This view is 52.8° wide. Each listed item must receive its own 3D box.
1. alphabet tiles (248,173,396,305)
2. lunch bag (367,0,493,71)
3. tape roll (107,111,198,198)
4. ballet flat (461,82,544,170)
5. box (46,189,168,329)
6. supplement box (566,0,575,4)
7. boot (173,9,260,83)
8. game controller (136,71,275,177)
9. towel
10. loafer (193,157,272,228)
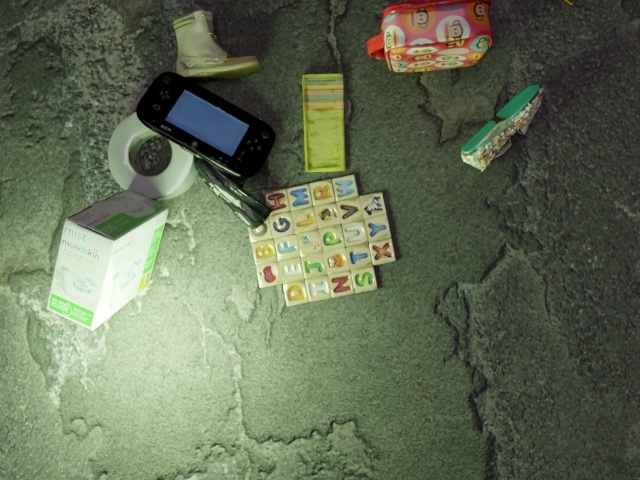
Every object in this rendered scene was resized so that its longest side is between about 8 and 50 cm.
[{"bbox_3d":[0.000,0.000,1.569,0.342,0.011,0.286,-11,89,7],"label":"alphabet tiles"},{"bbox_3d":[0.231,-0.438,1.403,0.257,0.293,0.120,-6,94,7],"label":"lunch bag"},{"bbox_3d":[-0.408,-0.210,1.591,0.219,0.072,0.220,0,90,8],"label":"tape roll"},{"bbox_3d":[0.429,-0.257,1.492,0.241,0.091,0.077,-43,115,9],"label":"ballet flat"},{"bbox_3d":[-0.483,0.033,1.476,0.126,0.262,0.231,24,111,5],"label":"box"},{"bbox_3d":[0.572,-0.611,1.410,0.080,0.188,0.104,37,94,6],"label":"supplement box"},{"bbox_3d":[-0.256,-0.478,1.571,0.213,0.077,0.165,-5,87,10],"label":"boot"},{"bbox_3d":[-0.269,-0.272,1.528,0.319,0.067,0.167,28,54,-6],"label":"game controller"},{"bbox_3d":[0.008,-0.286,1.564,0.102,0.021,0.238,-2,90,8],"label":"towel"},{"bbox_3d":[-0.212,-0.125,1.553,0.223,0.076,0.078,45,81,-4],"label":"loafer"}]
